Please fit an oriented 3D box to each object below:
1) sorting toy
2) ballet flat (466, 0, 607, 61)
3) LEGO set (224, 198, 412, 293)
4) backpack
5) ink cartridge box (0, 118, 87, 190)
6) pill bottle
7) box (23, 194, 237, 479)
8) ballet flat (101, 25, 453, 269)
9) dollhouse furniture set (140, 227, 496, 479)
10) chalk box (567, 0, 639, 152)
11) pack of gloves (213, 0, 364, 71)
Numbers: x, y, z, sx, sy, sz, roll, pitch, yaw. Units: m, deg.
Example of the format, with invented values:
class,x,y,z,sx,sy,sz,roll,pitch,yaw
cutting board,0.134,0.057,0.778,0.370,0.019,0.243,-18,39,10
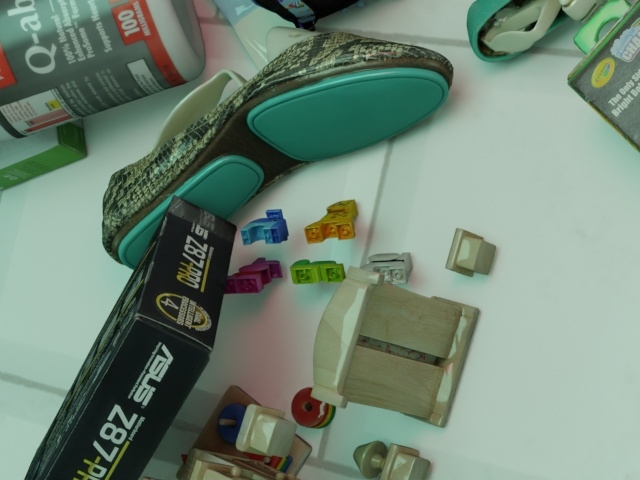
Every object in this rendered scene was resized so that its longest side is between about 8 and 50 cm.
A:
class,x,y,z,sx,sy,sz,roll,pitch,yaw
sorting toy,-0.103,0.263,1.633,0.132,0.046,0.274,36,99,30
ballet flat,0.250,-0.254,1.486,0.247,0.083,0.087,-29,45,45
LEGO set,0.000,0.000,1.615,0.227,0.093,0.087,-3,109,24
backpack,-0.010,-0.320,1.600,0.158,0.173,0.116,-22,78,22
ink cartridge box,-0.415,-0.135,1.882,0.209,0.062,0.109,-19,69,25
pill bottle,-0.340,-0.242,1.724,0.363,0.210,0.210,-18,70,6
box,-0.228,0.181,1.535,0.097,0.318,0.395,26,110,-11
ballet flat,-0.075,-0.140,1.648,0.483,0.164,0.182,-31,52,24
dollhouse furniture set,-0.009,0.119,1.467,0.174,0.303,0.355,15,86,39
chalk box,0.347,-0.155,1.415,0.132,0.132,0.213,-47,61,15
pack of gloves,-0.042,-0.335,1.735,0.195,0.046,0.232,-38,73,16
